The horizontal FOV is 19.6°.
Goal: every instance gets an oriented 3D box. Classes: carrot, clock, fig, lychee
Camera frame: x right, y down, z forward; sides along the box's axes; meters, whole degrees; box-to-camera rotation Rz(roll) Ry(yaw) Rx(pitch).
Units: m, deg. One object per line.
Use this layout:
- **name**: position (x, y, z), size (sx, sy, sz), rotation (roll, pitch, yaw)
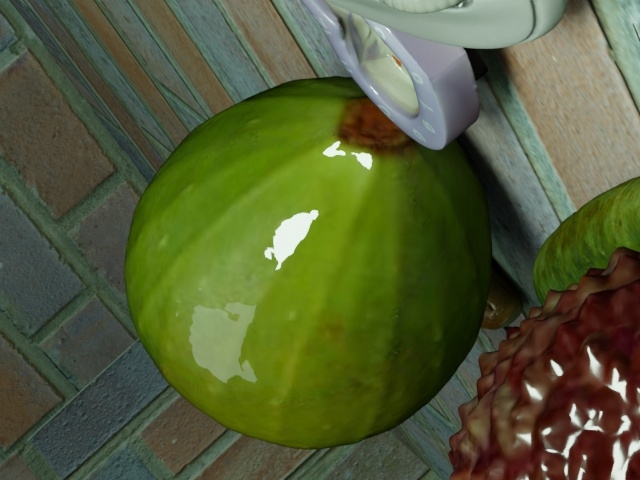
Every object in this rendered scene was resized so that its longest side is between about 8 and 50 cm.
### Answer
- **carrot**: position (0.193, 0.001, 1.157), size (0.074, 0.074, 0.358), rotation (47, 171, 4)
- **clock**: position (0.051, -0.145, 1.215), size (0.198, 0.064, 0.172), rotation (53, 171, -32)
- **fig**: position (0.000, 0.000, 1.460), size (0.316, 0.316, 0.316), rotation (46, 172, 9)
- **lychee**: position (0.218, 0.142, 0.964), size (0.306, 0.306, 0.330), rotation (45, -161, 15)

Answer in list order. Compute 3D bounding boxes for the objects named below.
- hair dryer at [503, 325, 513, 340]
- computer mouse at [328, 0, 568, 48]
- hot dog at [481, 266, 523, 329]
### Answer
- **hair dryer**: position (0.226, 0.138, 1.555), size (0.173, 0.107, 0.357), rotation (55, 173, -29)
- **computer mouse**: position (0.003, -0.201, 1.017), size (0.297, 0.121, 0.184), rotation (45, 170, 27)
- **hot dog**: position (0.073, -0.023, 1.711), size (0.286, 0.061, 0.088), rotation (47, -177, 14)
